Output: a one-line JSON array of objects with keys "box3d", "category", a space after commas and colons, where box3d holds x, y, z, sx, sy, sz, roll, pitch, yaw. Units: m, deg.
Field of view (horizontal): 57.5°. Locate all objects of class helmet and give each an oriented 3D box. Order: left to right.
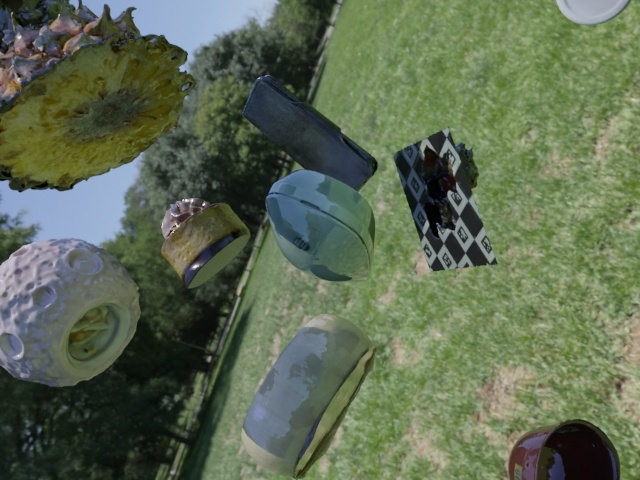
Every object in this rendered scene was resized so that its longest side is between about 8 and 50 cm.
[{"box3d": [0.323, 0.333, 0.805, 0.106, 0.155, 0.175, -28, 78, 64], "category": "helmet"}]

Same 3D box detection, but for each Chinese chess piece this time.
[{"box3d": [-0.017, 0.314, 1.190, 0.338, 0.141, 0.338, -53, -19, -28], "category": "Chinese chess piece"}]

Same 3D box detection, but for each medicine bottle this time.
[{"box3d": [0.539, -0.494, 1.116, 0.341, 0.130, 0.130, -41, -19, -54], "category": "medicine bottle"}]

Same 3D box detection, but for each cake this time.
[{"box3d": [-0.276, -0.018, 1.299, 0.185, 0.178, 0.208, -44, -2, 14], "category": "cake"}]

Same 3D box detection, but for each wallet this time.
[{"box3d": [-0.025, -0.222, 1.274, 0.045, 0.318, 0.172, -51, 1, -31], "category": "wallet"}]

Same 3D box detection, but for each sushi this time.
[{"box3d": [0.273, -0.079, 1.231, 0.294, 0.059, 0.292, 168, 82, -74], "category": "sushi"}]

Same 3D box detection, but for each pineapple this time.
[{"box3d": [-0.329, -0.231, 0.677, 0.263, 0.271, 0.262, -36, -12, -9], "category": "pineapple"}]

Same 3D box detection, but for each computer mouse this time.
[{"box3d": [-0.003, 0.005, 0.840, 0.288, 0.160, 0.097, 89, -153, -65], "category": "computer mouse"}]

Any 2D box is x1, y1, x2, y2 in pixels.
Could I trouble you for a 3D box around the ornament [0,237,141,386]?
[{"box3d": [-0.458, 0.121, 1.020, 0.259, 0.225, 0.259, -40, -37, -39], "category": "ornament"}]
